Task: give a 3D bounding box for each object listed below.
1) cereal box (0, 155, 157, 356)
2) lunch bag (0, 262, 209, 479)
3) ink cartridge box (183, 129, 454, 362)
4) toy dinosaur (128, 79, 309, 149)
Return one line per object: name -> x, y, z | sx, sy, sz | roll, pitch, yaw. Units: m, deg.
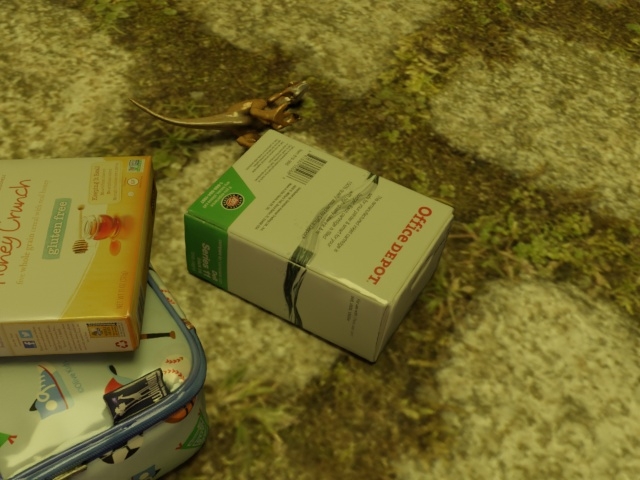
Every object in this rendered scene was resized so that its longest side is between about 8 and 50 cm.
cereal box -> -0.251, 0.008, 0.645 | 0.240, 0.047, 0.173 | -2, 46, -3
lunch bag -> -0.240, 0.089, 0.677 | 0.243, 0.114, 0.303 | -23, 52, -25
ink cartridge box -> 0.000, 0.000, 0.811 | 0.209, 0.086, 0.153 | 25, 47, 17
toy dinosaur -> -0.092, -0.134, 0.962 | 0.212, 0.064, 0.112 | -17, 32, -34
